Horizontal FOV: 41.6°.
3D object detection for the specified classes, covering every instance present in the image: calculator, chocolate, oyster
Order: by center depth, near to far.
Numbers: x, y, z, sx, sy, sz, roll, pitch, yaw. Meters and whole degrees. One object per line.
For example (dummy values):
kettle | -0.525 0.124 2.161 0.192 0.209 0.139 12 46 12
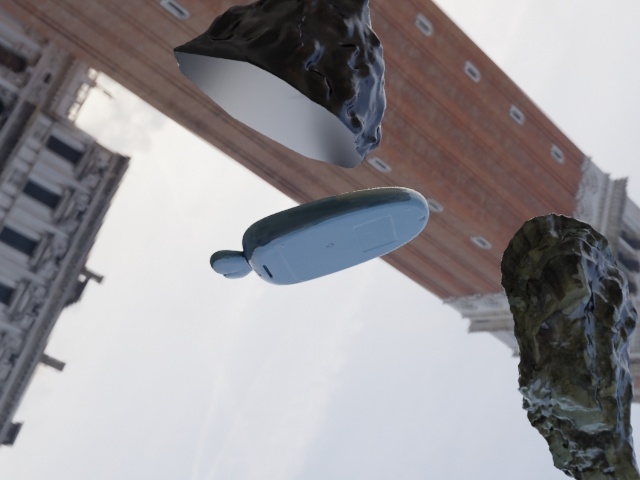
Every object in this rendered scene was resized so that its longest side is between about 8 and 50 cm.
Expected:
oyster | 0.251 0.110 0.842 0.252 0.199 0.087 -70 -164 -12
chocolate | -0.002 -0.202 0.881 0.224 0.206 0.177 22 -102 45
calculator | 0.000 0.000 1.139 0.302 0.188 0.042 -19 -114 4
